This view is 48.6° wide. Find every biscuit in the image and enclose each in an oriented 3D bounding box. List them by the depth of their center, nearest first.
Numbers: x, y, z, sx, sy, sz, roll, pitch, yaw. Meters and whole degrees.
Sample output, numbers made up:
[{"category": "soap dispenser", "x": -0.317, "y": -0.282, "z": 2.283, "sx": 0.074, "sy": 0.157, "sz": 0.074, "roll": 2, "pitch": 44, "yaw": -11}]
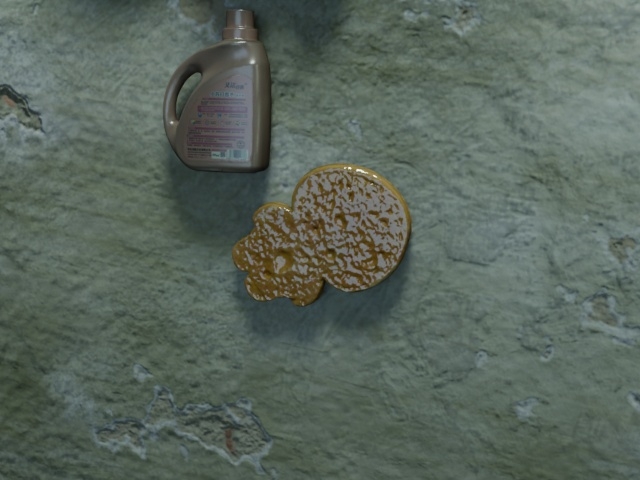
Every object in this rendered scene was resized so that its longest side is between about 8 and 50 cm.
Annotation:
[{"category": "biscuit", "x": 0.000, "y": 0.000, "z": 1.094, "sx": 0.288, "sy": 0.044, "sz": 0.202, "roll": -29, "pitch": 92, "yaw": 20}]

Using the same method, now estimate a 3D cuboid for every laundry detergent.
[{"category": "laundry detergent", "x": -0.159, "y": -0.223, "z": 1.072, "sx": 0.171, "sy": 0.076, "sz": 0.237, "roll": 3, "pitch": 102, "yaw": 14}]
